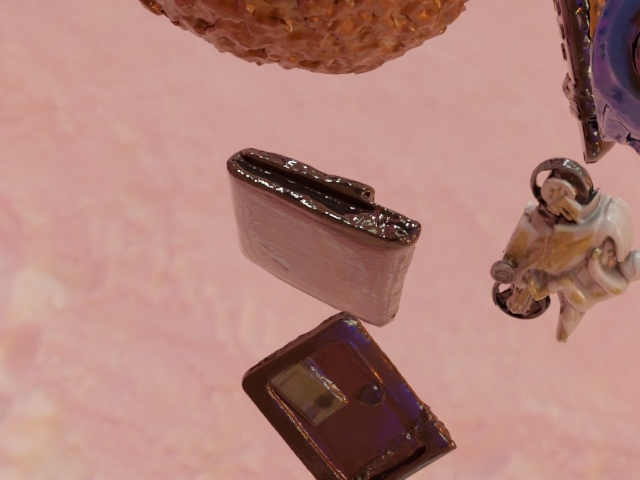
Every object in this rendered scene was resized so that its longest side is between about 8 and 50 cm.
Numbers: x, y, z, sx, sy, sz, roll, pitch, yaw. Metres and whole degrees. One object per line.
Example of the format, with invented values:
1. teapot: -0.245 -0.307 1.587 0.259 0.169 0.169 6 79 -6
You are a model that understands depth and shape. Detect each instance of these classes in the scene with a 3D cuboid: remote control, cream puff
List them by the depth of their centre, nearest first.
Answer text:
1. cream puff: -0.010 -0.208 0.990 0.303 0.303 0.212 10 108 6
2. remote control: 0.228 -0.196 1.380 0.066 0.090 0.266 -7 108 14

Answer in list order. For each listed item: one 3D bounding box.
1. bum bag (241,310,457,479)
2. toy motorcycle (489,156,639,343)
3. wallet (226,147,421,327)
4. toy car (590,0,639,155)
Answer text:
1. bum bag: 0.021 0.132 1.253 0.109 0.026 0.159 -32 115 10
2. toy motorcycle: 0.256 0.016 1.644 0.151 0.074 0.229 20 133 7
3. wallet: 0.000 0.000 1.509 0.182 0.229 0.049 24 69 8
4. toy car: 0.121 -0.129 0.506 0.063 0.103 0.216 21 121 5
